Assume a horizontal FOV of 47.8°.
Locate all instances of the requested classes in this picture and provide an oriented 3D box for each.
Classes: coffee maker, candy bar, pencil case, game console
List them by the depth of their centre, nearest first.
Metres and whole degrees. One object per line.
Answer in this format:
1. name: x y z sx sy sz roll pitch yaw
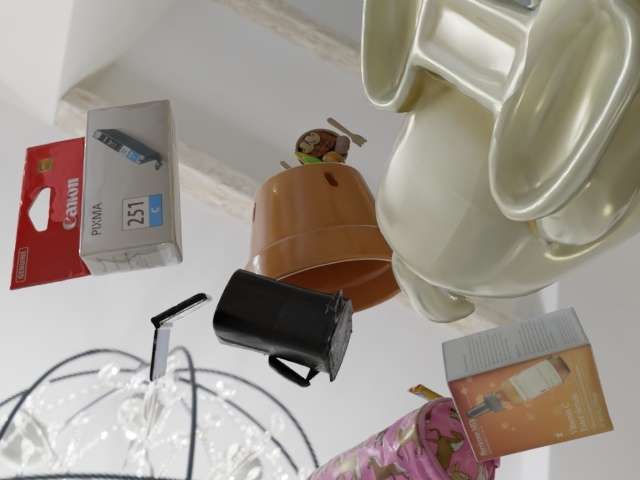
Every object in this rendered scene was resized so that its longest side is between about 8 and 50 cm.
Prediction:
1. game console: -0.177 0.122 0.928 0.107 0.122 0.071 -28 -93 -7
2. coffee maker: -0.051 0.105 1.020 0.178 0.171 0.120 14 -144 14
3. pencil case: 0.123 0.396 1.202 0.167 0.386 0.160 -9 -116 -40
4. candy bar: 0.223 0.295 1.287 0.161 0.040 0.018 32 -121 -20

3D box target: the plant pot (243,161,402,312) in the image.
1. plant pot: 0.000 0.000 1.249 0.291 0.291 0.203 2 -117 -28

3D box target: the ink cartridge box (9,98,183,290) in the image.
1. ink cartridge box: -0.353 -0.079 1.123 0.261 0.066 0.296 -9 -125 -2

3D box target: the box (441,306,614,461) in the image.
1. box: 0.252 0.178 0.890 0.091 0.170 0.130 -78 -33 -66

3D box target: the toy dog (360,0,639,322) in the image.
1. toy dog: 0.272 -0.092 0.644 0.408 0.395 0.284 -9 -152 -27

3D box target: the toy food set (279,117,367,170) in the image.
1. toy food set: 0.007 -0.210 1.660 0.132 0.038 0.192 36 -115 15
